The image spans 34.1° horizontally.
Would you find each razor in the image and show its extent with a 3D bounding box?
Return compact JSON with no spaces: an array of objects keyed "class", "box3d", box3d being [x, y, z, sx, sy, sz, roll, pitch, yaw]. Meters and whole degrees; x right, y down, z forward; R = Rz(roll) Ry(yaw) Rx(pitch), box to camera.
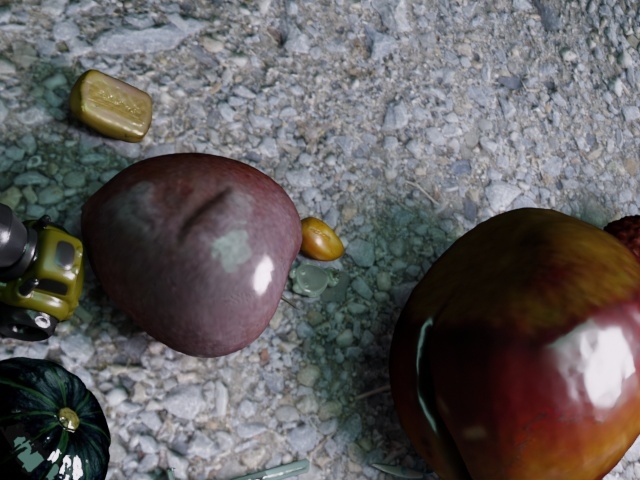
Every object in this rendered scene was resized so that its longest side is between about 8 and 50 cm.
[{"class":"razor","box3d":[-0.097,0.310,1.336,0.211,0.036,0.084,-7,77,-37]}]

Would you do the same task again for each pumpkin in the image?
[{"class":"pumpkin","box3d":[-0.314,0.220,1.144,0.194,0.150,0.194,16,59,-28]}]

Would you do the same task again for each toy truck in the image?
[{"class":"toy truck","box3d":[-0.366,0.015,1.187,0.224,0.165,0.147,21,59,-28]}]

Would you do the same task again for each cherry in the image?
[{"class":"cherry","box3d":[-0.157,0.007,1.315,0.307,0.221,0.261,24,53,-4]}]

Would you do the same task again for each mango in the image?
[{"class":"mango","box3d":[0.000,0.000,1.535,0.089,0.046,0.060,25,56,-30]}]

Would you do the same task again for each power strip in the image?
[{"class":"power strip","box3d":[-0.005,0.054,1.516,0.083,0.035,0.055,-5,73,-35]}]

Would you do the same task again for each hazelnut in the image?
[{"class":"hazelnut","box3d":[0.310,0.163,1.476,0.402,0.402,0.429,48,39,-9]}]

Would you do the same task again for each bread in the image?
[{"class":"bread","box3d":[-0.285,-0.177,1.402,0.115,0.056,0.082,18,64,-34]}]

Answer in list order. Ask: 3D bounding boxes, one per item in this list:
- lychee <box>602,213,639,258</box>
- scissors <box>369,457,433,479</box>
[{"class":"lychee","box3d":[0.562,0.094,1.764,0.275,0.304,0.276,-13,112,-35]},{"class":"scissors","box3d":[0.119,0.333,1.495,0.119,0.014,0.058,20,59,-32]}]
